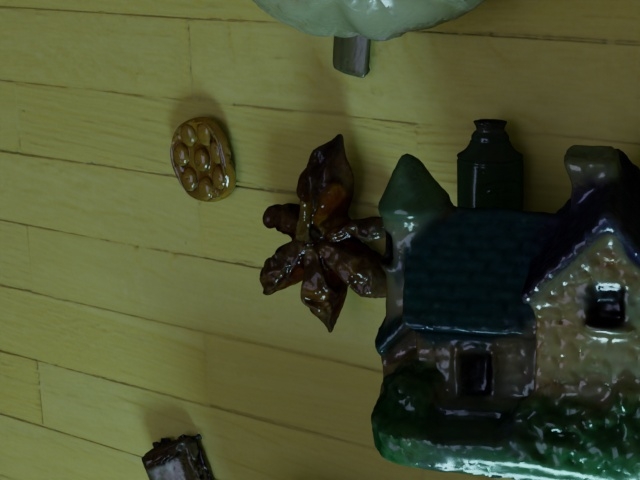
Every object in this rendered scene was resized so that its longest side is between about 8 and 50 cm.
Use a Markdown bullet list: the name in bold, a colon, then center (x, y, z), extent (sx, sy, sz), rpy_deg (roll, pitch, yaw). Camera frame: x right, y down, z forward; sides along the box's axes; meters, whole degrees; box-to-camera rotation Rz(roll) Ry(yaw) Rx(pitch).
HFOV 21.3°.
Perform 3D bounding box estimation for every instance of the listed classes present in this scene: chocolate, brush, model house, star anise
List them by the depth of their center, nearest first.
- **model house**: center (0.201, 0.052, 1.622), extent (0.312, 0.245, 0.280), rpy_deg (4, 111, 14)
- **brush**: center (0.035, -0.316, 1.845), extent (0.054, 0.048, 0.282), rpy_deg (22, 118, 40)
- **star anise**: center (-0.001, 0.000, 1.937), extent (0.196, 0.111, 0.212), rpy_deg (-13, 100, 51)
- **chocolate**: center (-0.154, 0.414, 2.223), extent (0.102, 0.065, 0.329), rpy_deg (-23, 85, 45)

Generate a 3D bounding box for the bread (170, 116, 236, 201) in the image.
- **bread**: center (-0.143, -0.099, 2.085), extent (0.110, 0.024, 0.110), rpy_deg (15, 112, 41)

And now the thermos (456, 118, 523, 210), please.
- **thermos**: center (0.179, -0.034, 1.784), extent (0.073, 0.083, 0.187), rpy_deg (4, 105, 19)

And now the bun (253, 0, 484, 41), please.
- **bun**: center (0.023, -0.369, 1.677), extent (0.365, 0.219, 0.365), rpy_deg (6, 105, 24)
